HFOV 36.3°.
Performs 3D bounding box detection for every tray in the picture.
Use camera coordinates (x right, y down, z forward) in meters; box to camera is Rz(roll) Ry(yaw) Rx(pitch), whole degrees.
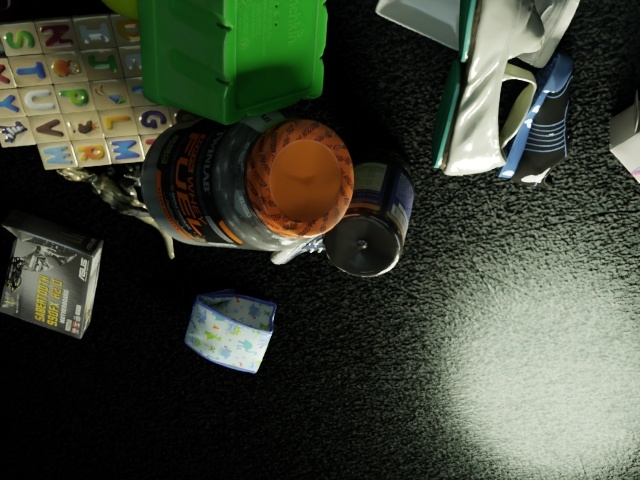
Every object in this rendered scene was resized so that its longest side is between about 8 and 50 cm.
[{"bbox_3d":[0.193,-0.402,1.344,0.145,0.030,0.270,25,129,-4],"label":"tray"}]

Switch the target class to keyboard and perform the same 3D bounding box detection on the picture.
[{"bbox_3d":[-0.589,0.048,1.823,0.100,0.038,0.192,40,131,14],"label":"keyboard"}]

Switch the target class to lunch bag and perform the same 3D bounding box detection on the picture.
[{"bbox_3d":[-0.172,0.165,1.829,0.151,0.096,0.129,14,130,-9],"label":"lunch bag"}]

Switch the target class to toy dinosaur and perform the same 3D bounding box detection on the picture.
[{"bbox_3d":[-0.331,-0.070,1.711,0.268,0.064,0.118,41,145,-20],"label":"toy dinosaur"}]

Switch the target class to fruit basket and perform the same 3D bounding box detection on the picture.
[{"bbox_3d":[-0.173,-0.377,1.360,0.392,0.282,0.392,37,138,43],"label":"fruit basket"}]

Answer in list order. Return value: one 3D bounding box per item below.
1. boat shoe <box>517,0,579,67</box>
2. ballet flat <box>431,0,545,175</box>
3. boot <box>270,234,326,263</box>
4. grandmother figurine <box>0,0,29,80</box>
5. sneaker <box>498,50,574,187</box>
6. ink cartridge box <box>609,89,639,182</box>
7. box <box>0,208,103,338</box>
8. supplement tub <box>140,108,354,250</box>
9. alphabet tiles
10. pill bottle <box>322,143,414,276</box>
[{"bbox_3d":[0.317,-0.327,1.356,0.063,0.066,0.184,18,139,-1],"label":"boat shoe"},{"bbox_3d":[0.241,-0.253,1.354,0.139,0.139,0.400,10,136,6],"label":"ballet flat"},{"bbox_3d":[0.000,0.000,1.675,0.086,0.069,0.190,41,124,-14],"label":"boot"},{"bbox_3d":[-0.538,-0.397,1.492,0.207,0.104,0.342,-9,122,31],"label":"grandmother figurine"},{"bbox_3d":[0.343,-0.175,1.454,0.090,0.081,0.232,16,136,-2],"label":"sneaker"},{"bbox_3d":[0.490,-0.143,1.428,0.143,0.092,0.090,43,125,-17],"label":"ink cartridge box"},{"bbox_3d":[-0.522,0.067,1.867,0.183,0.056,0.231,19,129,-1],"label":"box"},{"bbox_3d":[-0.113,-0.090,1.464,0.338,0.207,0.207,2,136,55],"label":"supplement tub"},{"bbox_3d":[-0.362,-0.232,1.558,0.342,0.011,0.285,-5,134,-1],"label":"alphabet tiles"},{"bbox_3d":[0.081,-0.055,1.517,0.122,0.219,0.123,7,128,9],"label":"pill bottle"}]
